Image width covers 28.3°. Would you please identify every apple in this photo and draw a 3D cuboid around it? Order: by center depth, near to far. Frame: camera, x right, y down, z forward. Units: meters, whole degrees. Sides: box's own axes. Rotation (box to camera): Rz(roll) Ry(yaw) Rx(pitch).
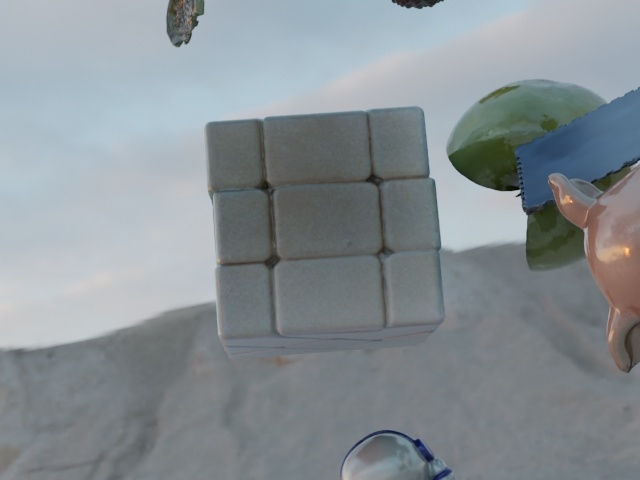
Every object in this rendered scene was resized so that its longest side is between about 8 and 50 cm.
[{"bbox_3d":[0.363,-0.118,1.947,0.233,0.295,0.258,-29,7,37],"label":"apple"}]

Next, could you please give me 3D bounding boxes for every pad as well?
[{"bbox_3d":[0.378,-0.136,1.660,0.269,0.012,0.269,-26,17,17],"label":"pad"}]

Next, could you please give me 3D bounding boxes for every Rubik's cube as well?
[{"bbox_3d":[0.000,0.000,1.871,0.318,0.316,0.322,-4,-11,-2],"label":"Rubik's cube"}]

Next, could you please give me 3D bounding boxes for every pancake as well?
[{"bbox_3d":[-0.194,-0.342,1.832,0.022,0.116,0.129,5,-33,-27],"label":"pancake"}]

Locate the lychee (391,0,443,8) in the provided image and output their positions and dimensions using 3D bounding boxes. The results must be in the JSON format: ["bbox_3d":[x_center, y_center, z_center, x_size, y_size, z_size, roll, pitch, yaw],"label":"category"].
[{"bbox_3d":[0.198,-0.586,2.407,0.271,0.271,0.271,-13,-12,-3],"label":"lychee"}]

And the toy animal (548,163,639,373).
[{"bbox_3d":[0.415,0.002,1.432,0.269,0.237,0.326,-18,-11,-1],"label":"toy animal"}]

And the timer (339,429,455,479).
[{"bbox_3d":[0.173,0.440,1.816,0.270,0.384,0.270,-33,-17,-12],"label":"timer"}]
